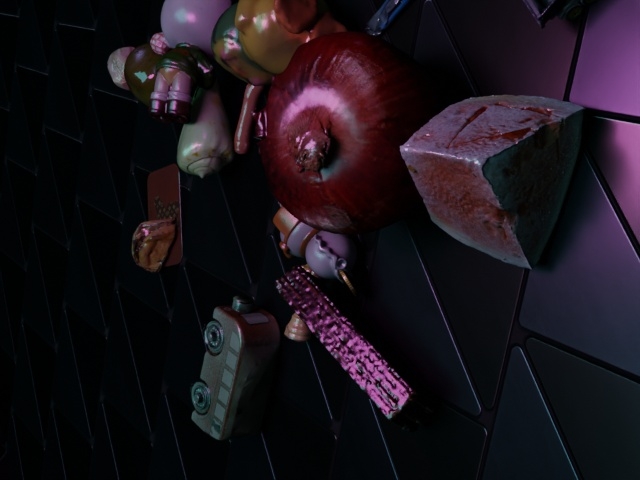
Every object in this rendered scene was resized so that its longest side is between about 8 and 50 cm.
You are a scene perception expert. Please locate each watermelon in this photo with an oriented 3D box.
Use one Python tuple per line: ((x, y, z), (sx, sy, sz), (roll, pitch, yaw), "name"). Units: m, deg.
((0.251, -0.091, 1.285), (0.213, 0.201, 0.261), (20, 109, 38), "watermelon")

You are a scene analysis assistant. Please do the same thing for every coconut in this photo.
((-0.531, -0.483, 2.349), (0.110, 0.110, 0.124), (-46, 62, 40), "coconut")

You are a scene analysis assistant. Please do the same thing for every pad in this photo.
((-0.417, -0.063, 2.276), (0.181, 0.004, 0.267), (-11, 81, 51), "pad")

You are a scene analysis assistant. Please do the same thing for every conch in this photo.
((-0.277, -0.255, 2.019), (0.137, 0.143, 0.250), (-18, 54, 7), "conch")

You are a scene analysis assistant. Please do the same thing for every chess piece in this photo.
((-0.030, 0.119, 1.749), (0.060, 0.060, 0.172), (23, 103, 49), "chess piece")

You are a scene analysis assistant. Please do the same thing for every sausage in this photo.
((-0.164, -0.287, 1.939), (0.043, 0.043, 0.186), (35, 116, 46), "sausage")

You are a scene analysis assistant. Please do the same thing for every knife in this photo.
((0.169, -0.467, 1.542), (0.296, 0.026, 0.044), (-43, 45, 42), "knife")

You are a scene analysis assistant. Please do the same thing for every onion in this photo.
((0.069, -0.169, 1.454), (0.341, 0.341, 0.341), (-2, 88, 51), "onion")

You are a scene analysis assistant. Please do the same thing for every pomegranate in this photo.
((-0.384, -0.417, 2.131), (0.211, 0.179, 0.179), (-19, 72, 18), "pomegranate")

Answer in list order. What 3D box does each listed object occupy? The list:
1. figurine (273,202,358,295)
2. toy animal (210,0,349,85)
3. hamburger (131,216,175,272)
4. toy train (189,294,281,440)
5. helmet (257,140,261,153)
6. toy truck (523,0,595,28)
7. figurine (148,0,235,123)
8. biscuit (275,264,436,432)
((-0.009, 0.004, 1.666), (0.143, 0.143, 0.271), (-46, 54, 40), "figurine")
((-0.085, -0.427, 1.734), (0.338, 0.216, 0.191), (-5, 51, 56), "toy animal")
((-0.454, 0.001, 2.240), (0.176, 0.102, 0.087), (-59, 35, 33), "hamburger")
((-0.187, 0.286, 1.885), (0.159, 0.129, 0.326), (28, 110, 42), "toy train")
((-0.102, -0.220, 1.853), (0.065, 0.049, 0.084), (112, 178, -72), "helmet")
((0.373, -0.401, 1.234), (0.192, 0.092, 0.083), (-47, 53, 39), "toy truck")
((-0.299, -0.449, 1.962), (0.281, 0.167, 0.369), (7, 75, 30), "figurine")
((0.056, 0.190, 1.569), (0.073, 0.107, 0.388), (-47, 53, 2), "biscuit")
